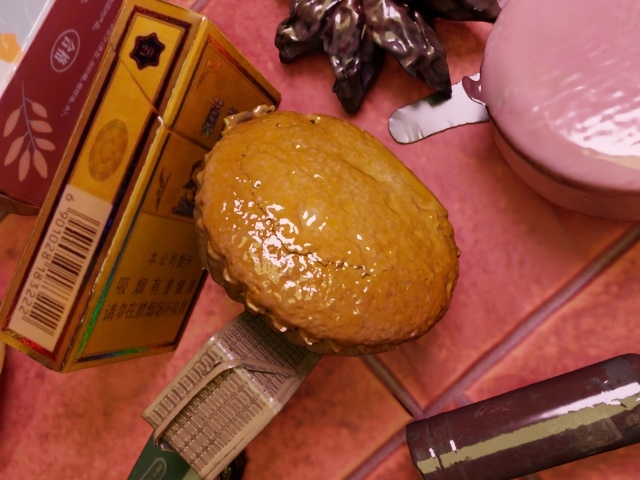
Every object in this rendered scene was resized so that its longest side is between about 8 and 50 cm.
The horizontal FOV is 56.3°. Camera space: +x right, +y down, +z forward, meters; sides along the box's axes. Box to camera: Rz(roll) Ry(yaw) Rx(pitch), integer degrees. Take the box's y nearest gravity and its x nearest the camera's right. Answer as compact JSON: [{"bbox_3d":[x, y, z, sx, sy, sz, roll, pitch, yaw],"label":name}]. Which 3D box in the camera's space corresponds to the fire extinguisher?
[{"bbox_3d":[0.213,0.161,0.511,0.267,0.072,0.089,-22,59,11],"label":"fire extinguisher"}]

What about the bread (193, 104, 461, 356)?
[{"bbox_3d":[0.003,-0.001,0.514,0.240,0.240,0.139,44,131,13],"label":"bread"}]

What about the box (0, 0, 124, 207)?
[{"bbox_3d":[-0.373,-0.280,0.638,0.344,0.122,0.386,23,83,16],"label":"box"}]

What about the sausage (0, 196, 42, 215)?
[{"bbox_3d":[-0.369,-0.069,0.678,0.169,0.065,0.065,15,89,14],"label":"sausage"}]

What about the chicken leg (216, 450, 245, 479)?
[{"bbox_3d":[-0.080,0.334,0.584,0.105,0.051,0.254,-23,79,7],"label":"chicken leg"}]

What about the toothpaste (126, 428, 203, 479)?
[{"bbox_3d":[-0.220,0.351,0.612,0.098,0.061,0.392,32,93,43],"label":"toothpaste"}]

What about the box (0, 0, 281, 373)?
[{"bbox_3d":[-0.154,-0.041,0.557,0.083,0.193,0.302,23,91,14],"label":"box"}]

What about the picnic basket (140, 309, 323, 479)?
[{"bbox_3d":[-0.067,0.121,0.532,0.079,0.164,0.115,44,112,4],"label":"picnic basket"}]

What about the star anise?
[{"bbox_3d":[0.055,-0.250,0.571,0.235,0.109,0.223,-7,80,15],"label":"star anise"}]

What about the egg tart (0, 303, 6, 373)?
[{"bbox_3d":[-0.495,0.142,0.614,0.341,0.132,0.342,-7,60,12],"label":"egg tart"}]

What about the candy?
[{"bbox_3d":[0.251,-0.137,0.491,0.255,0.094,0.256,-8,69,20],"label":"candy"}]

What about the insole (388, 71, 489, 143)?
[{"bbox_3d":[0.141,-0.132,0.590,0.152,0.002,0.053,-19,81,11],"label":"insole"}]
